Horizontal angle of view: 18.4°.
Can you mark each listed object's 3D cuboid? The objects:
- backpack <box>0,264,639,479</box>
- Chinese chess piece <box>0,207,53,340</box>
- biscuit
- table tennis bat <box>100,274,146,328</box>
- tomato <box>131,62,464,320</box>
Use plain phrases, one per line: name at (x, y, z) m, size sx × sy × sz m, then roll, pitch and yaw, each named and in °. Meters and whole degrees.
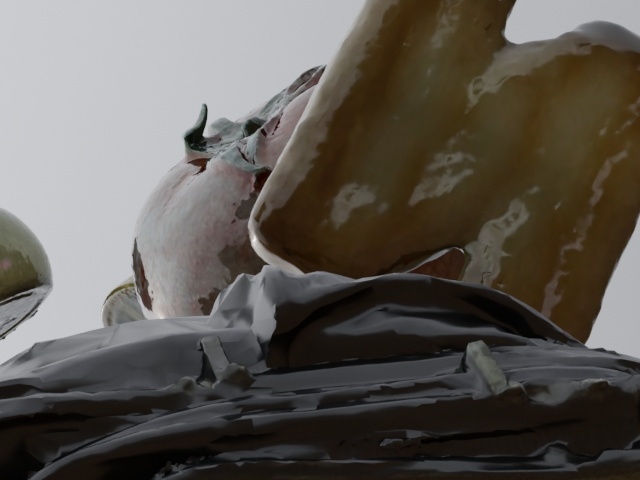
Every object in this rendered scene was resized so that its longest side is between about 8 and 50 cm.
backpack at (-0.022, 0.109, 0.500) m, size 0.258 × 0.133 × 0.206 m, roll -3°, pitch -86°, yaw -13°
Chinese chess piece at (-0.363, 0.062, 1.896) m, size 0.238 × 0.092 × 0.238 m, roll -35°, pitch -7°, yaw -5°
biscuit at (0.104, -0.055, 1.310) m, size 0.290 × 0.237 × 0.062 m, roll -65°, pitch 2°, yaw -29°
table tennis bat at (-0.155, 0.116, 1.911) m, size 0.198 × 0.321 × 0.050 m, roll 55°, pitch -129°, yaw -21°
tomato at (0.000, 0.000, 1.599) m, size 0.317 × 0.317 × 0.282 m, roll -38°, pitch -78°, yaw -17°
